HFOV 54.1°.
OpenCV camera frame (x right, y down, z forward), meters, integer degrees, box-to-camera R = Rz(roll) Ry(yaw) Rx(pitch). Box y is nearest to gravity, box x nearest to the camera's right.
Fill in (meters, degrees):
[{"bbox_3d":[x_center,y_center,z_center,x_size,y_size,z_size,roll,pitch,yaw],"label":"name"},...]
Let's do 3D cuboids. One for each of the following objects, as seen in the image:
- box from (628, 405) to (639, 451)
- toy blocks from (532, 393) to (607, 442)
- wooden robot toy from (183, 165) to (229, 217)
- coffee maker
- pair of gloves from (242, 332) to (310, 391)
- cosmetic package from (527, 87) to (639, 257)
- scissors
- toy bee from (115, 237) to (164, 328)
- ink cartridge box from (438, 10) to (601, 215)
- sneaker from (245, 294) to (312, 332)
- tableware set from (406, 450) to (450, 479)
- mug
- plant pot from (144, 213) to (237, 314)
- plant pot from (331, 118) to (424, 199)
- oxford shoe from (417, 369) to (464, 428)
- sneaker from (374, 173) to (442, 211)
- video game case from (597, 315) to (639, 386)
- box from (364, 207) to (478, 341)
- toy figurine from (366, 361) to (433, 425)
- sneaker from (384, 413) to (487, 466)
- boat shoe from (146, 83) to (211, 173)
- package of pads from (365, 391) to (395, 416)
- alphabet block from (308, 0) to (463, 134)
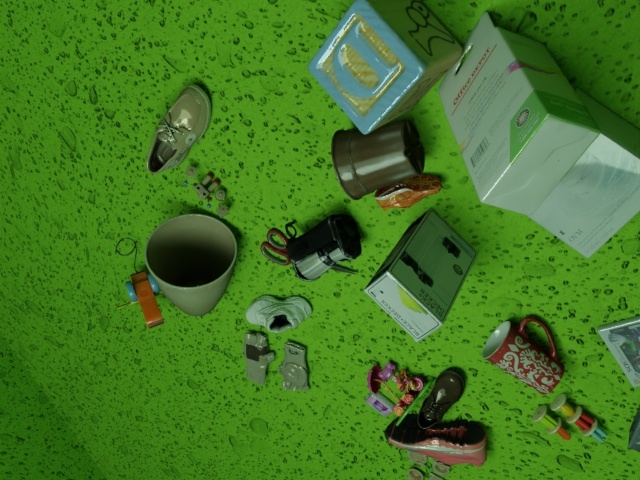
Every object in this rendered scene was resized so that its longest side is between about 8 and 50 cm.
[{"bbox_3d":[0.827,0.417,1.427,0.183,0.059,0.233,13,131,21],"label":"box"},{"bbox_3d":[0.636,0.471,1.596,0.148,0.054,0.123,39,131,2],"label":"toy blocks"},{"bbox_3d":[-0.319,-0.139,1.780,0.173,0.076,0.079,45,167,-3],"label":"wooden robot toy"},{"bbox_3d":[0.000,0.000,1.621,0.178,0.120,0.171,-32,93,38],"label":"coffee maker"},{"bbox_3d":[-0.145,0.391,2.025,0.240,0.042,0.204,10,121,24],"label":"pair of gloves"},{"bbox_3d":[0.510,-0.129,1.220,0.224,0.138,0.224,37,132,7],"label":"cosmetic package"},{"bbox_3d":[-0.037,0.061,1.758,0.297,0.021,0.109,26,127,13],"label":"scissors"},{"bbox_3d":[-0.574,0.157,2.075,0.195,0.299,0.162,-1,158,-7],"label":"toy bee"},{"bbox_3d":[0.351,-0.247,1.174,0.119,0.354,0.207,11,135,-20],"label":"ink cartridge box"},{"bbox_3d":[-0.145,0.225,1.864,0.232,0.115,0.090,-11,113,36],"label":"sneaker"},{"bbox_3d":[0.336,0.723,1.968,0.141,0.020,0.169,13,125,23],"label":"tableware set"},{"bbox_3d":[0.503,0.279,1.515,0.169,0.113,0.150,36,133,2],"label":"mug"},{"bbox_3d":[-0.371,0.104,1.862,0.256,0.256,0.274,27,147,13],"label":"plant pot"},{"bbox_3d":[0.134,-0.189,1.401,0.165,0.167,0.167,-13,112,29],"label":"plant pot"},{"bbox_3d":[0.333,0.449,1.738,0.082,0.096,0.227,29,129,14],"label":"oxford shoe"},{"bbox_3d":[0.212,-0.111,1.475,0.175,0.064,0.067,-9,135,41],"label":"sneaker"},{"bbox_3d":[0.749,0.239,1.395,0.190,0.022,0.173,-27,104,40],"label":"video game case"},{"bbox_3d":[0.235,0.071,1.416,0.169,0.290,0.087,45,132,-1],"label":"box"},{"bbox_3d":[0.210,0.411,1.791,0.159,0.130,0.173,39,111,15],"label":"toy figurine"},{"bbox_3d":[0.334,0.601,1.825,0.313,0.116,0.136,-3,120,32],"label":"sneaker"},{"bbox_3d":[-0.387,-0.288,1.682,0.109,0.098,0.302,43,132,-1],"label":"boat shoe"},{"bbox_3d":[0.181,0.492,1.900,0.083,0.032,0.050,38,133,4],"label":"package of pads"},{"bbox_3d":[0.130,-0.359,1.243,0.192,0.197,0.193,51,132,3],"label":"alphabet block"}]
